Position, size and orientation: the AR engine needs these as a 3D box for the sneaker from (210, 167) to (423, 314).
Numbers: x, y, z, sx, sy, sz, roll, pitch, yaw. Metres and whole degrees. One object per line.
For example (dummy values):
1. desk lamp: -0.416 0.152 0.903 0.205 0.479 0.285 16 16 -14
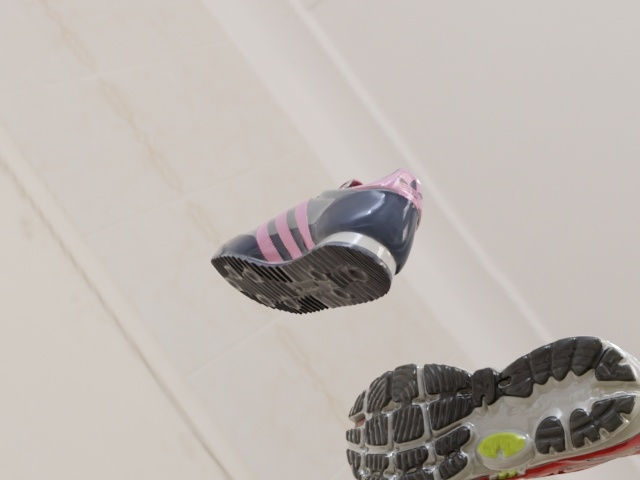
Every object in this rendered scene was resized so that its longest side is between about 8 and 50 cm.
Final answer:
1. sneaker: 0.000 0.000 1.306 0.112 0.131 0.319 43 -27 -25

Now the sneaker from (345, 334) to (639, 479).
1. sneaker: 0.141 0.151 0.916 0.279 0.118 0.107 -14 -120 39
